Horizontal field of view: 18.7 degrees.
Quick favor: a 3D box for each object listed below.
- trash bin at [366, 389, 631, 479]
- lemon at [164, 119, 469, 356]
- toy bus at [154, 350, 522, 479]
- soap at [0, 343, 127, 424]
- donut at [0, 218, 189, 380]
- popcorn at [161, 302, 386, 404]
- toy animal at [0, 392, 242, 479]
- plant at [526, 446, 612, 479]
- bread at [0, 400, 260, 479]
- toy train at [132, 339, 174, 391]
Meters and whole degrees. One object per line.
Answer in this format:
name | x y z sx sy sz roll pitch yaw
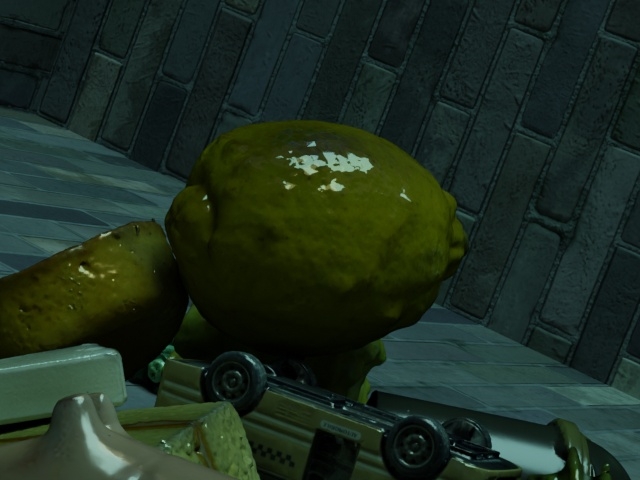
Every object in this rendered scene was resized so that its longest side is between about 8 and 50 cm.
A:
trash bin | 0.197 0.287 2.152 0.334 0.214 0.214 17 8 -4
lemon | -0.007 0.000 2.148 0.316 0.285 0.285 35 -3 -40
toy bus | 0.008 0.240 1.980 0.365 0.202 0.177 18 1 23
soap | -0.299 0.149 1.980 0.183 0.063 0.121 -8 2 -16
donut | -0.268 0.094 2.160 0.108 0.277 0.277 55 21 20
popcorn | -0.055 0.166 2.341 0.242 0.250 0.235 24 49 19
toy animal | -0.175 0.250 1.463 0.326 0.269 0.237 -10 1 12
plant | 0.264 0.335 1.804 0.180 0.251 0.333 -4 5 -1
bread | -0.220 0.279 1.811 0.405 0.242 0.346 -12 -2 23
toy train | -0.177 0.166 2.537 0.170 0.071 0.111 13 18 -45
